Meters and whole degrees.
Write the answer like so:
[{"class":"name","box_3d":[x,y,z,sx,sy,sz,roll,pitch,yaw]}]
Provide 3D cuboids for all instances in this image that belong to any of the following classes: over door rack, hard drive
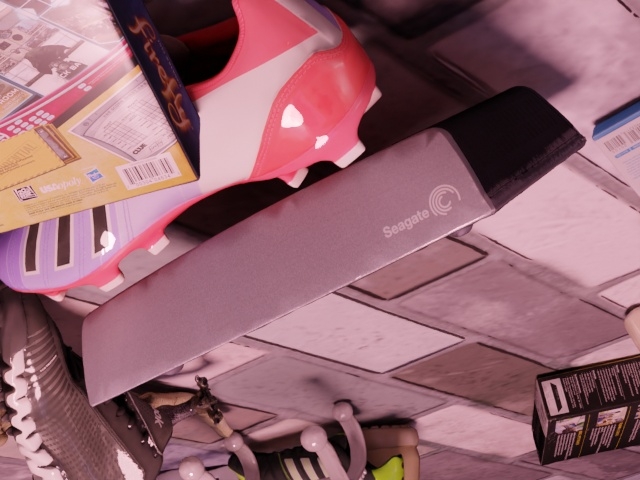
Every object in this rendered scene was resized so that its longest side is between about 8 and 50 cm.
[{"class":"over door rack","box_3d":[-0.097,0.243,0.989,0.239,0.108,0.324,-18,-162,16]},{"class":"hard drive","box_3d":[0.000,0.000,0.643,0.254,0.054,0.172,-27,-178,31]}]

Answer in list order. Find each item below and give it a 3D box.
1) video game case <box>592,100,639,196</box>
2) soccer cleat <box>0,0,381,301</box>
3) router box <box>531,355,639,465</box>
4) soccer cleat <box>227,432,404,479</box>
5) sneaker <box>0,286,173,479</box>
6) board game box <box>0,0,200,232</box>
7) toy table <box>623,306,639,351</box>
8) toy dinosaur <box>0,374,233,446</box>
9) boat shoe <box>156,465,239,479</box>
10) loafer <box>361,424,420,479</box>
[{"class":"video game case","box_3d":[0.251,-0.028,0.695,0.119,0.015,0.166,-30,111,35]},{"class":"soccer cleat","box_3d":[-0.084,-0.047,0.585,0.248,0.083,0.095,-22,123,35]},{"class":"router box","box_3d":[0.276,0.165,1.194,0.133,0.046,0.179,-12,155,2]},{"class":"soccer cleat","box_3d":[-0.003,0.212,1.155,0.178,0.072,0.060,9,179,24]},{"class":"sneaker","box_3d":[-0.156,0.118,0.824,0.106,0.078,0.234,-18,125,-15]},{"class":"board game box","box_3d":[-0.188,-0.062,0.469,0.243,0.042,0.165,-14,135,9]},{"class":"toy table","box_3d":[0.373,0.132,0.971,0.160,0.252,0.274,-25,149,-8]},{"class":"toy dinosaur","box_3d":[-0.145,0.126,0.934,0.268,0.064,0.118,6,154,-42]},{"class":"boat shoe","box_3d":[-0.123,0.245,1.219,0.100,0.035,0.035,-7,153,-23]},{"class":"loafer","box_3d":[0.010,0.268,1.249,0.102,0.092,0.268,6,150,-29]}]
